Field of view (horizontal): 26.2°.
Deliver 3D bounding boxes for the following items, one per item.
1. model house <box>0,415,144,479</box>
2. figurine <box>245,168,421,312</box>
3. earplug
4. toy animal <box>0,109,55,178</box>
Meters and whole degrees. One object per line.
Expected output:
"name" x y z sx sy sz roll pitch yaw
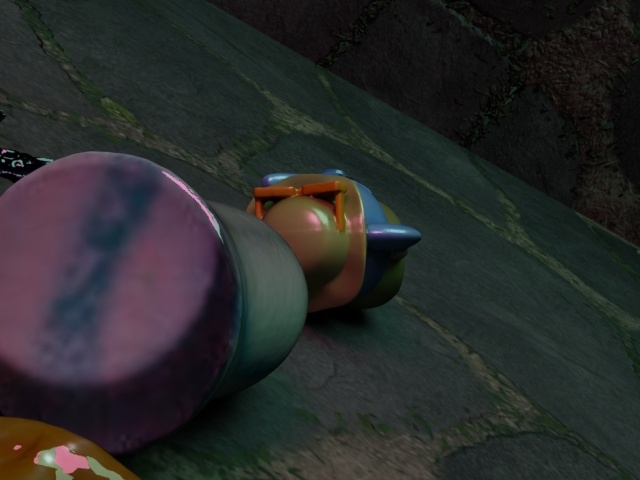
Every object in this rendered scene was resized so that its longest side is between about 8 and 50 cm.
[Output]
"model house" -0.116 0.192 0.443 0.268 0.173 0.239 31 20 13
"figurine" 0.001 0.004 1.393 0.180 0.154 0.262 26 -4 5
"earplug" -0.090 0.046 0.975 0.185 0.185 0.324 38 8 15
"toy animal" -0.309 -0.096 1.176 0.220 0.062 0.108 25 -2 -29
